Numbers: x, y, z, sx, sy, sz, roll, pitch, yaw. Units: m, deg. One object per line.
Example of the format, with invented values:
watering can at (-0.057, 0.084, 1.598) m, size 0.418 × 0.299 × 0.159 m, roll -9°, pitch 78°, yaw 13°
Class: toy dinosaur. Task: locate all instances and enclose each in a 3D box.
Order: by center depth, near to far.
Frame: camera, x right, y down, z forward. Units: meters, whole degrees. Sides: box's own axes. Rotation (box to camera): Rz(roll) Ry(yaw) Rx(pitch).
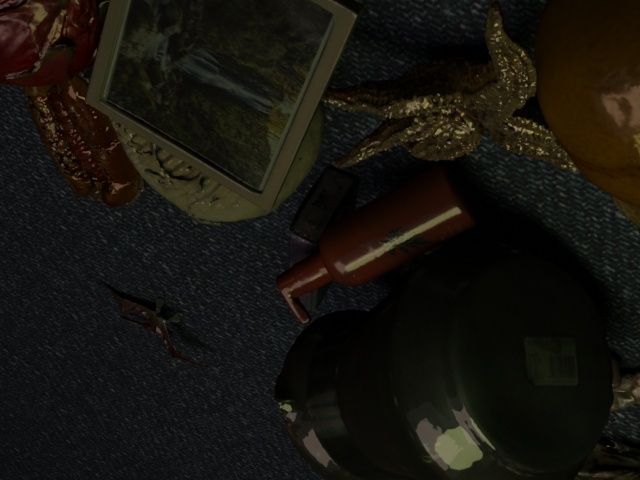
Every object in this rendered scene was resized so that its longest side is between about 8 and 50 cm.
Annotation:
toy dinosaur at (-0.254, 0.125, 2.322) m, size 0.220 × 0.032 × 0.108 m, roll 41°, pitch 153°, yaw 2°

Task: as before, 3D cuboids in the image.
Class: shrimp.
shrimp at (0.408, 0.260, 1.919) m, size 0.360 × 0.085 × 0.247 m, roll -9°, pitch 122°, yaw 42°

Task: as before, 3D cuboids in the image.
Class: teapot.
teapot at (0.166, 0.169, 1.807) m, size 0.376 × 0.306 × 0.361 m, roll 4°, pitch 167°, yaw -35°

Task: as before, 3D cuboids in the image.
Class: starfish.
starfish at (0.139, -0.126, 1.571) m, size 0.293 × 0.084 × 0.301 m, roll -8°, pitch 150°, yaw 38°

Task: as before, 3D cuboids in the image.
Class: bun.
bun at (-0.116, -0.152, 1.681) m, size 0.272 × 0.168 × 0.273 m, roll 21°, pitch 136°, yaw 22°

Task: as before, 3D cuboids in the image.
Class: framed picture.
framed picture at (-0.107, -0.181, 1.493) m, size 0.240 × 0.020 × 0.324 m, roll 32°, pitch 142°, yaw 2°

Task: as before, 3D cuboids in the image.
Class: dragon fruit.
dragon fruit at (-0.311, -0.279, 1.582) m, size 0.244 × 0.244 × 0.299 m, roll 40°, pitch 165°, yaw -16°

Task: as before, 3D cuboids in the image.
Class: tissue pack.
tissue pack at (0.000, 0.000, 1.844) m, size 0.051 × 0.112 × 0.156 m, roll 22°, pitch 148°, yaw 13°

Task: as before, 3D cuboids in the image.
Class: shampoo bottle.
shampoo bottle at (0.059, 0.002, 1.715) m, size 0.244 × 0.085 × 0.085 m, roll -31°, pitch 120°, yaw 16°

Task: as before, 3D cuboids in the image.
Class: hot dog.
hot dog at (-0.298, -0.140, 1.933) m, size 0.144 × 0.075 × 0.268 m, roll 16°, pitch 144°, yaw 28°

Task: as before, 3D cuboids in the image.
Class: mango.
mango at (0.363, -0.132, 1.250) m, size 0.378 × 0.221 × 0.264 m, roll 6°, pitch 139°, yaw 21°

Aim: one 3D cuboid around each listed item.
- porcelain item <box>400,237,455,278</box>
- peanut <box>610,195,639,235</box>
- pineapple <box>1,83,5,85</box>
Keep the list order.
porcelain item at (0.153, 0.028, 1.845) m, size 0.075 × 0.021 × 0.136 m, roll 28°, pitch 150°, yaw -4°
peanut at (0.345, -0.042, 1.519) m, size 0.089 × 0.089 × 0.193 m, roll -4°, pitch 133°, yaw 43°
pineapple at (-0.492, -0.166, 1.779) m, size 0.175 × 0.361 × 0.175 m, roll 19°, pitch 142°, yaw 15°
